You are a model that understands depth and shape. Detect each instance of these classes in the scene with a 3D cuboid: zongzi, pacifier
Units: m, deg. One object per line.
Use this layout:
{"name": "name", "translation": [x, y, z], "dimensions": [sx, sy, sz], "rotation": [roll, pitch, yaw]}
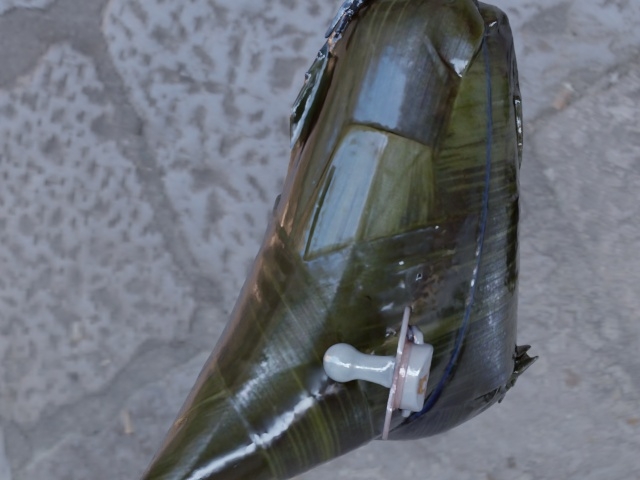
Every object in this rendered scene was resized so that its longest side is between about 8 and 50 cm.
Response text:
{"name": "zongzi", "translation": [0.000, 0.000, 1.022], "dimensions": [0.208, 0.432, 0.403], "rotation": [14, 111, 41]}
{"name": "pacifier", "translation": [0.040, 0.093, 0.921], "dimensions": [0.078, 0.081, 0.099], "rotation": [9, 98, 2]}
